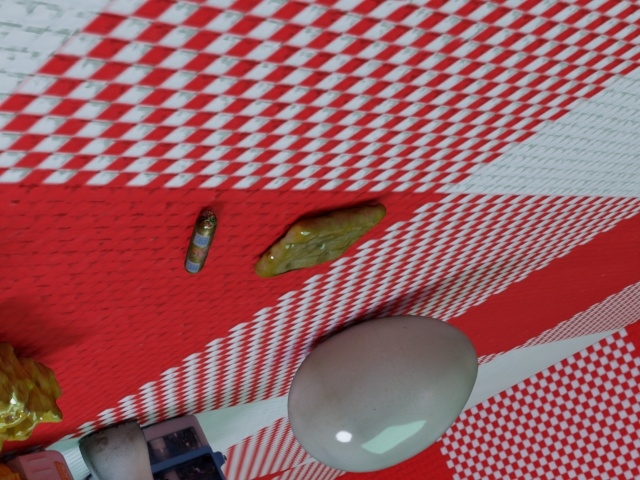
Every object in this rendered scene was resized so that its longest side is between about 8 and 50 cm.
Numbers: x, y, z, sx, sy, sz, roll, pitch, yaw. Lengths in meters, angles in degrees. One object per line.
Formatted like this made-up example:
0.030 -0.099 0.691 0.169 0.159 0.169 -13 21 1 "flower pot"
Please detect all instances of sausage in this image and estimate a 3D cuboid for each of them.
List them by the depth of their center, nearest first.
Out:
-0.079 0.002 0.836 0.015 0.015 0.100 -19 164 -18 "sausage"

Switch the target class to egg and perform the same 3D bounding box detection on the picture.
0.066 0.156 1.326 0.209 0.151 0.151 -25 165 -2 "egg"

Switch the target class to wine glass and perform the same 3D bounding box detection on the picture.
-0.189 0.267 1.299 0.072 0.155 0.072 -23 165 -6 "wine glass"

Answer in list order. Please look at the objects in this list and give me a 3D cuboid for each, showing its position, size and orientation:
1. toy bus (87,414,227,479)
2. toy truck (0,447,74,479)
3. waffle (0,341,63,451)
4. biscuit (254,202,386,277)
-0.202 0.309 1.478 0.106 0.131 0.297 -16 162 -31 "toy bus"
-0.325 0.258 1.176 0.227 0.098 0.114 -3 148 -51 "toy truck"
-0.268 0.127 0.891 0.161 0.055 0.211 -24 164 3 "waffle"
0.000 0.000 0.946 0.083 0.018 0.081 -13 161 -37 "biscuit"
